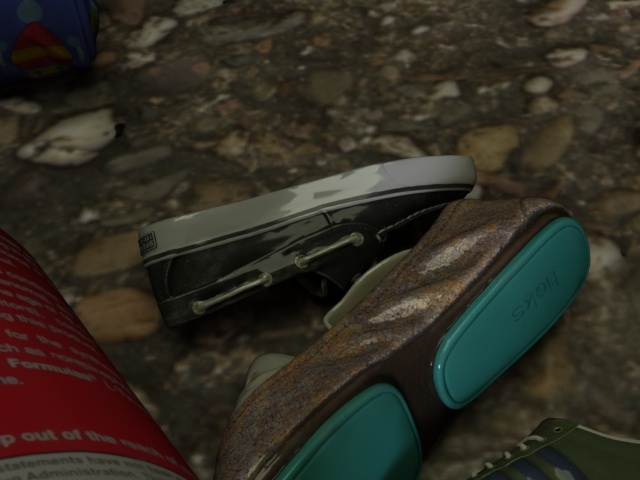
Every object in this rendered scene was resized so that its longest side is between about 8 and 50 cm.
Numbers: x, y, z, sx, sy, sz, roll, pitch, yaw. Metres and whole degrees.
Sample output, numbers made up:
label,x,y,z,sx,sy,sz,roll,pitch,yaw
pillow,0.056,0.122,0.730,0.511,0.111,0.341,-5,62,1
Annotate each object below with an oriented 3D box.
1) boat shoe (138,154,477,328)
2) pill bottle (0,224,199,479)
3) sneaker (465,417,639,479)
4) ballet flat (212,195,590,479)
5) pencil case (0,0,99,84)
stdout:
label,x,y,z,sx,sy,sz,roll,pitch,yaw
boat shoe,0.000,0.000,0.672,0.219,0.078,0.070,-16,86,-14
pill bottle,-0.188,0.114,0.462,0.229,0.229,0.407,-29,43,-19
sneaker,0.113,0.134,0.558,0.192,0.064,0.086,-1,48,-3
ballet flat,0.024,0.079,0.596,0.106,0.108,0.316,19,46,42
pencil case,-0.311,-0.170,0.786,0.306,0.119,0.133,-10,80,-5
